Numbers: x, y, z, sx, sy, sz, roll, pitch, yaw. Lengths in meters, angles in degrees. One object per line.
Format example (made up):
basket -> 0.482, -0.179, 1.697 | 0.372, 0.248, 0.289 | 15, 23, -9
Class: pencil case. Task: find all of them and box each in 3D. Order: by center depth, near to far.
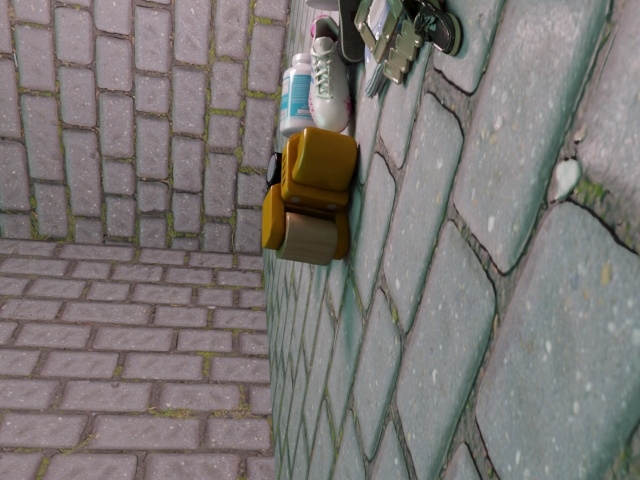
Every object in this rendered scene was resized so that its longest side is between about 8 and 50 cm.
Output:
pencil case -> 0.018, -0.597, 1.680 | 0.098, 0.095, 0.209 | -43, 26, 20

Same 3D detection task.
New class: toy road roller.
toy road roller -> -0.016, -0.125, 1.390 | 0.240, 0.202, 0.330 | 127, 148, -54

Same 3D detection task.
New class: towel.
towel -> 0.127, -0.467, 1.174 | 0.209, 0.034, 0.285 | 120, 153, -66

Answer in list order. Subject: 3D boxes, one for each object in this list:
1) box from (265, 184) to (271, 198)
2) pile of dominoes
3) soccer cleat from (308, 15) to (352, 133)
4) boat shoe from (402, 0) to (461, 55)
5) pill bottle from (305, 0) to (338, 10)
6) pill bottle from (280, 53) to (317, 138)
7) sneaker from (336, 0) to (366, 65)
box -> -0.081, -0.108, 1.772 | 0.077, 0.180, 0.147 | 123, 149, -67
pile of dominoes -> 0.144, -0.410, 0.991 | 0.251, 0.040, 0.196 | 115, 136, -61
soccer cleat -> 0.013, -0.433, 1.470 | 0.143, 0.116, 0.331 | 59, -154, -60
boat shoe -> 0.161, -0.320, 0.841 | 0.152, 0.049, 0.056 | -109, 22, -46
pill bottle -> 0.034, -0.747, 1.468 | 0.153, 0.153, 0.265 | -139, 55, -78
pill bottle -> -0.055, -0.476, 1.881 | 0.146, 0.146, 0.264 | 160, 114, -79
sneaker -> 0.071, -0.540, 1.372 | 0.118, 0.083, 0.222 | -136, 50, -78
